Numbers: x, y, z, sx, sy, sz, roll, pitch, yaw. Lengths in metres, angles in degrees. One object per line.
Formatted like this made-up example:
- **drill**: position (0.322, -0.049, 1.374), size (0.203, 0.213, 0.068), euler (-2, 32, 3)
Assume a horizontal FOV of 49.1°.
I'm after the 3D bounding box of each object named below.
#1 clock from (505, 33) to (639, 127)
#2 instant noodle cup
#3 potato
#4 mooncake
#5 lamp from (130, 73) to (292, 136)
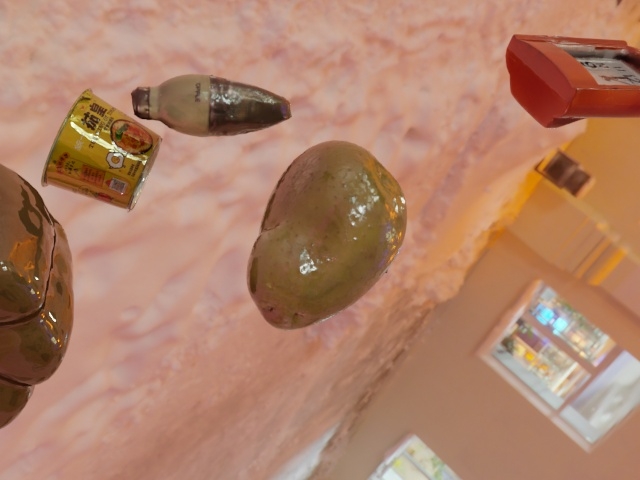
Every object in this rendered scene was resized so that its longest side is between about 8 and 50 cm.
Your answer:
- **clock**: position (0.274, -0.156, 0.699), size (0.155, 0.113, 0.061), euler (-5, 132, -21)
- **instant noodle cup**: position (-0.353, -0.140, 1.162), size (0.182, 0.144, 0.182), euler (-61, -168, 22)
- **potato**: position (0.000, 0.000, 0.713), size (0.194, 0.157, 0.157), euler (-54, 167, -31)
- **mooncake**: position (-0.476, 0.075, 0.800), size (0.378, 0.201, 0.379), euler (-11, 130, -13)
- **lamp**: position (-0.167, -0.210, 1.097), size (0.250, 0.101, 0.101), euler (0, 144, -12)
